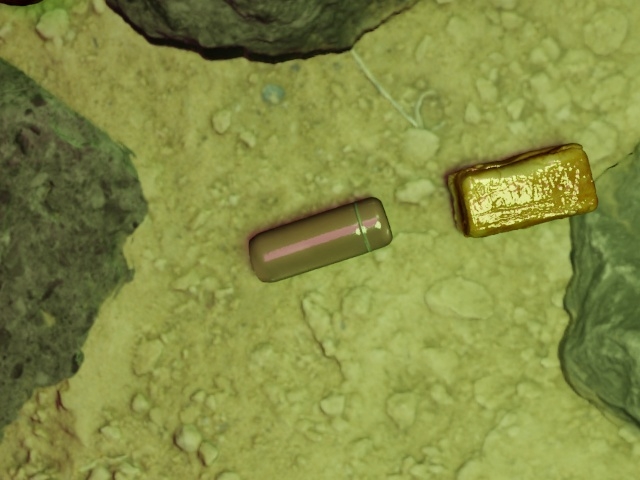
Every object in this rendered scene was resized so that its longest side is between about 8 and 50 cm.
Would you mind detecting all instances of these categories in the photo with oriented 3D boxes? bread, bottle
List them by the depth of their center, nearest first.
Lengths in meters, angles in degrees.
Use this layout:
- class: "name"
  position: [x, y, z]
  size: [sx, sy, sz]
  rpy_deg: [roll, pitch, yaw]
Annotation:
- class: "bread"
  position: [0.192, -0.046, 0.545]
  size: [0.132, 0.053, 0.074]
  rpy_deg: [-16, 94, 8]
- class: "bottle"
  position: [0.000, 0.000, 0.570]
  size: [0.140, 0.053, 0.053]
  rpy_deg: [-18, 90, 8]

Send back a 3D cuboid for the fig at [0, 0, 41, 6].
- class: "fig"
  position: [-0.306, -0.316, 0.567]
  size: [0.119, 0.119, 0.153]
  rpy_deg: [19, 93, 6]
